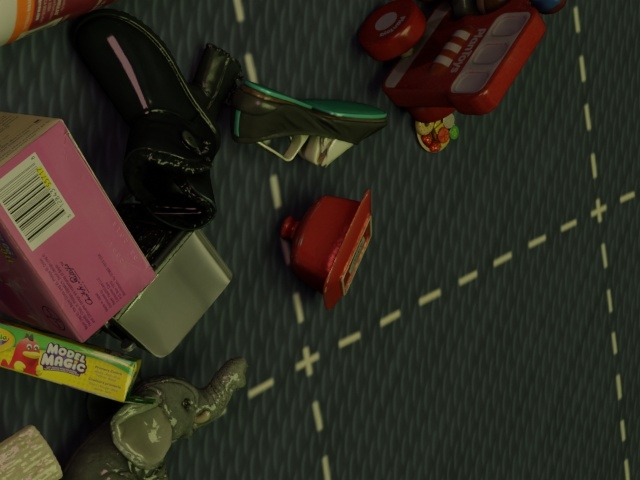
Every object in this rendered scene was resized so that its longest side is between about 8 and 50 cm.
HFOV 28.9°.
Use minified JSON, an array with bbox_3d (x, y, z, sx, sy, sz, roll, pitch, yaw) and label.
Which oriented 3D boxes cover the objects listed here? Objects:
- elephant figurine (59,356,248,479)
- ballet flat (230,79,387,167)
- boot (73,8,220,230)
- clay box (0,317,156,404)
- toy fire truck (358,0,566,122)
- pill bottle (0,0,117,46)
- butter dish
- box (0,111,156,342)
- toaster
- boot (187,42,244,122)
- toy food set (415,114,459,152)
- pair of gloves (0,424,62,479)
[{"bbox_3d":[-0.225,0.238,1.576,0.186,0.169,0.239,24,81,-66],"label":"elephant figurine"},{"bbox_3d":[-0.023,-0.157,1.719,0.280,0.095,0.096,5,108,-45],"label":"ballet flat"},{"bbox_3d":[-0.205,-0.145,1.470,0.094,0.207,0.246,-32,116,15],"label":"boot"},{"bbox_3d":[-0.293,0.139,1.440,0.222,0.127,0.053,16,85,-5],"label":"clay box"},{"bbox_3d":[0.225,-0.303,1.798,0.302,0.254,0.169,-54,127,-20],"label":"toy fire truck"},{"bbox_3d":[-0.259,-0.376,1.387,0.392,0.224,0.224,-31,116,-33],"label":"pill bottle"},{"bbox_3d":[0.000,0.000,1.755,0.160,0.118,0.160,77,36,-74],"label":"butter dish"},{"bbox_3d":[-0.334,-0.022,1.369,0.117,0.243,0.213,-43,123,-27],"label":"box"},{"bbox_3d":[-0.220,0.041,1.533,0.185,0.168,0.110,-52,129,-21],"label":"toaster"},{"bbox_3d":[-0.158,-0.210,1.622,0.121,0.045,0.099,33,77,-45],"label":"boot"},{"bbox_3d":[0.180,-0.179,1.936,0.082,0.020,0.083,-42,121,-28],"label":"toy food set"},{"bbox_3d":[-0.438,0.242,1.406,0.204,0.042,0.240,-42,93,-23],"label":"pair of gloves"}]
